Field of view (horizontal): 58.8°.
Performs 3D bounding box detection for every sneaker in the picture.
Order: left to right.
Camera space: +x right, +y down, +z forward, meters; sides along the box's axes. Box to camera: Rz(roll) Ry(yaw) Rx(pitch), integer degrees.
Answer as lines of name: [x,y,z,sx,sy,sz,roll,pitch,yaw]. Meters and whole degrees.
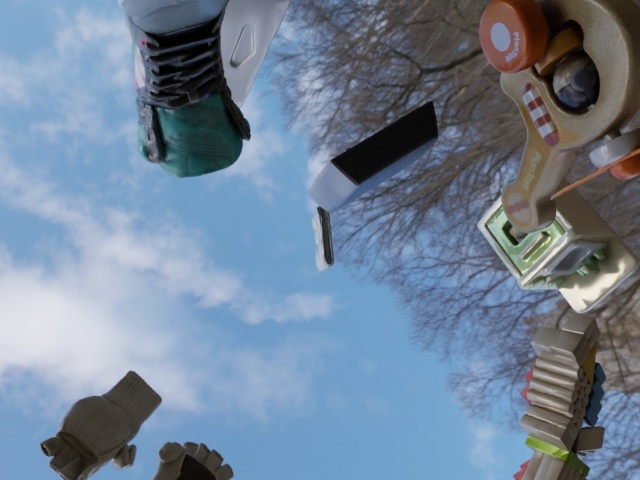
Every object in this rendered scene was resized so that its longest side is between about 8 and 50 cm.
sneaker: [-0.131,-0.152,0.553,0.124,0.295,0.178,-16,-80,-14]

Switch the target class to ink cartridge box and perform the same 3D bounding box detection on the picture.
ink cartridge box: [-0.109,-0.374,0.817,0.129,0.223,0.307,22,-132,-15]

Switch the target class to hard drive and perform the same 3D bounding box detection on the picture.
hard drive: [0.071,-0.106,0.818,0.172,0.255,0.054,-32,-91,-9]

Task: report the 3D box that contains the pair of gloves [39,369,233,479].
pair of gloves: [-0.249,0.304,0.795,0.240,0.042,0.204,46,-155,6]

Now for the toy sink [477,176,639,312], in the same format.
toy sink: [0.427,0.004,1.048,0.131,0.153,0.234,2,-133,-34]

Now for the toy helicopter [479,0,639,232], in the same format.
toy helicopter: [0.301,-0.126,0.692,0.140,0.355,0.235,-25,-126,-16]

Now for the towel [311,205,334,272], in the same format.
towel: [0.000,0.000,1.042,0.023,0.152,0.113,-4,-98,-8]

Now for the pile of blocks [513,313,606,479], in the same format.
pile of blocks: [0.426,0.311,1.029,0.149,0.113,0.362,13,-93,-34]
